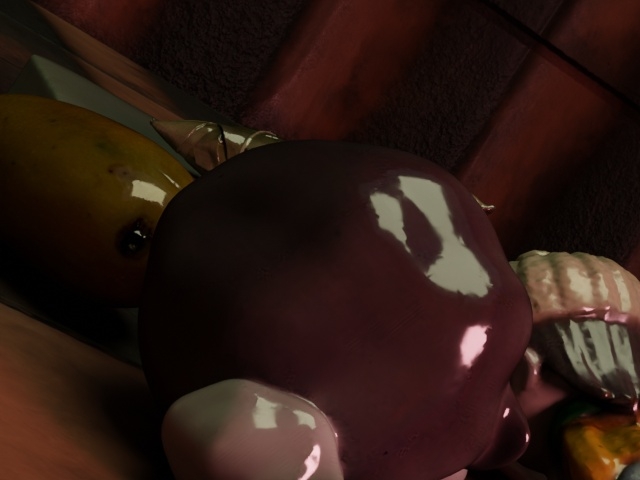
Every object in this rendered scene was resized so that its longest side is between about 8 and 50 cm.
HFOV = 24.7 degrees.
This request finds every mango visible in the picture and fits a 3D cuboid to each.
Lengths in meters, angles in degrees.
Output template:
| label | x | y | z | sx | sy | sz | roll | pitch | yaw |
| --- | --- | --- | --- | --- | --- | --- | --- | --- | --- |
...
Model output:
| label | x | y | z | sx | sy | sz | roll | pitch | yaw |
| --- | --- | --- | --- | --- | --- | --- | --- | --- | --- |
| mango | -0.163 | -0.030 | 0.969 | 0.138 | 0.113 | 0.253 | 20 | 7 | -45 |

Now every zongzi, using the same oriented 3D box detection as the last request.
| label | x | y | z | sx | sy | sz | roll | pitch | yaw |
| --- | --- | --- | --- | --- | --- | --- | --- | --- | --- |
| zongzi | -0.068 | -0.065 | 1.189 | 0.130 | 0.062 | 0.154 | 21 | 1 | 3 |

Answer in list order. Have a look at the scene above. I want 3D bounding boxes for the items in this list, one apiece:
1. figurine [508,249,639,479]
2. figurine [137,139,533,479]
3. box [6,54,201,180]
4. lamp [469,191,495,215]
| label | x | y | z | sx | sy | sz | roll | pitch | yaw |
| --- | --- | --- | --- | --- | --- | --- | --- | --- | --- |
| figurine | 0.229 | 0.138 | 1.159 | 0.185 | 0.204 | 0.332 | 31 | 7 | -38 |
| figurine | 0.005 | 0.075 | 0.873 | 0.365 | 0.206 | 0.218 | 84 | -18 | -69 |
| box | -0.097 | -0.015 | 1.276 | 0.367 | 0.090 | 0.373 | 29 | 8 | -23 |
| lamp | 0.131 | 0.031 | 1.705 | 0.151 | 0.223 | 0.215 | 4 | 1 | 30 |
